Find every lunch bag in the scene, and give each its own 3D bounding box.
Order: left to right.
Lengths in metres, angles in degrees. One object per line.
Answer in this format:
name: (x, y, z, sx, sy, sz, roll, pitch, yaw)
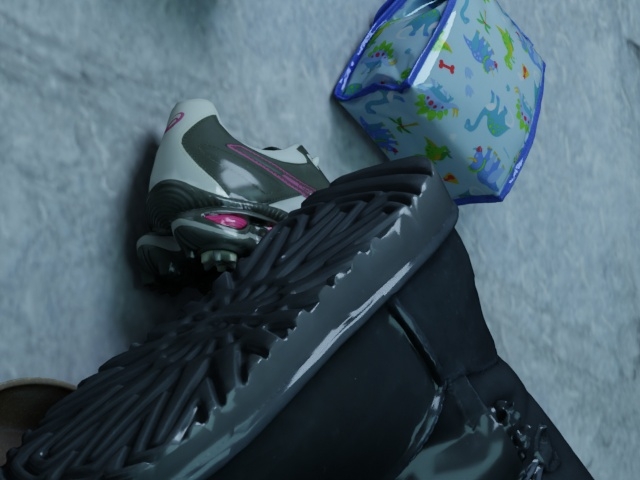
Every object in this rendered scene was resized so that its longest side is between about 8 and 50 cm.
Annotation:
lunch bag: (0.097, -0.119, 1.421, 0.129, 0.096, 0.151, 49, 56, -31)

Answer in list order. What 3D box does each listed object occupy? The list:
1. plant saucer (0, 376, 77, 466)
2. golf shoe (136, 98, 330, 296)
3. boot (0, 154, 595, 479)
plant saucer: (-0.159, 0.175, 1.076, 0.198, 0.036, 0.199, 16, 69, -47)
golf shoe: (0.000, 0.000, 1.269, 0.273, 0.105, 0.120, 27, 53, -44)
boot: (0.044, 0.232, 1.127, 0.367, 0.146, 0.445, -40, 112, -31)
